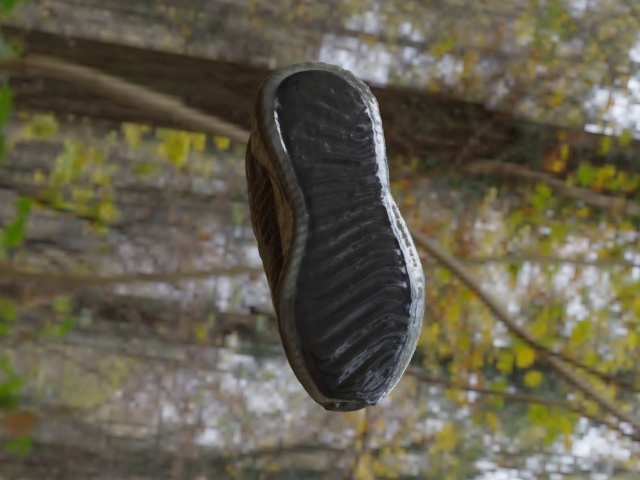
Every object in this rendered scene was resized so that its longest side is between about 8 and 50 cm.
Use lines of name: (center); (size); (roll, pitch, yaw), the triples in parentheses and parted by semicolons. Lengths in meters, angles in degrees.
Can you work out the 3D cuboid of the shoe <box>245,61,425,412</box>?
shoe: (0.000, 0.000, 1.037); (0.112, 0.099, 0.228); (152, -70, -72)
